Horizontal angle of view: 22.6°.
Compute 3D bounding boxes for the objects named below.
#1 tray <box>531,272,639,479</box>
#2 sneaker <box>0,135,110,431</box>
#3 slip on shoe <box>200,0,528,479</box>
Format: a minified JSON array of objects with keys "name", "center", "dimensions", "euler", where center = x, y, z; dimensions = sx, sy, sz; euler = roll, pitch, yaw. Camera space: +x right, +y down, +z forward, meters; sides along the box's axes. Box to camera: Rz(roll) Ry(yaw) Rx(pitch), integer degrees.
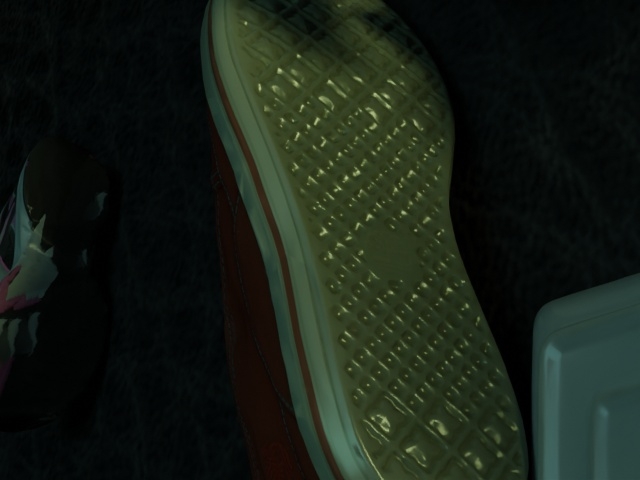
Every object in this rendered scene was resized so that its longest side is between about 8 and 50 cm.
[{"name":"tray","center":[0.115,0.125,0.529],"dimensions":[0.145,0.030,0.270],"euler":[-23,54,44]},{"name":"sneaker","center":[-0.165,0.033,0.935],"dimensions":[0.077,0.072,0.178],"euler":[-40,34,51]},{"name":"slip on shoe","center":[0.000,0.000,0.684],"dimensions":[0.101,0.123,0.331],"euler":[-52,37,40]}]
